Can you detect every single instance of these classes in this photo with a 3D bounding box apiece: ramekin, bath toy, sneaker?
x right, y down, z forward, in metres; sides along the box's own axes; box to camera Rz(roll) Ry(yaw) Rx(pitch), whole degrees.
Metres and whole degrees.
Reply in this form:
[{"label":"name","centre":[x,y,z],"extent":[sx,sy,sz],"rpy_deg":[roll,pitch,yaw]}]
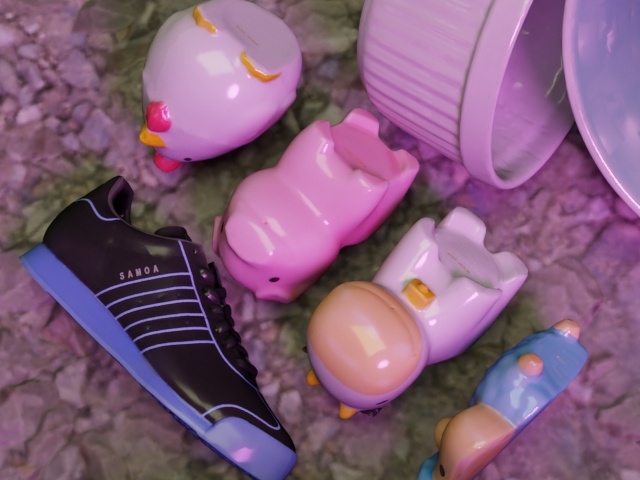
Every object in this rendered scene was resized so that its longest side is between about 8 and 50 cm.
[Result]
[{"label":"ramekin","centre":[0.111,-0.147,1.056],"extent":[0.109,0.207,0.207],"rpy_deg":[27,72,22]},{"label":"bath toy","centre":[0.000,0.000,1.047],"extent":[0.348,0.129,0.151],"rpy_deg":[49,34,16]},{"label":"sneaker","centre":[-0.086,0.053,1.046],"extent":[0.232,0.081,0.090],"rpy_deg":[42,83,18]}]

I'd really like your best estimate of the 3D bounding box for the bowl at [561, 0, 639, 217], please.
[{"label":"bowl","centre":[0.312,-0.141,1.020],"extent":[0.311,0.312,0.163],"rpy_deg":[15,26,8]}]
